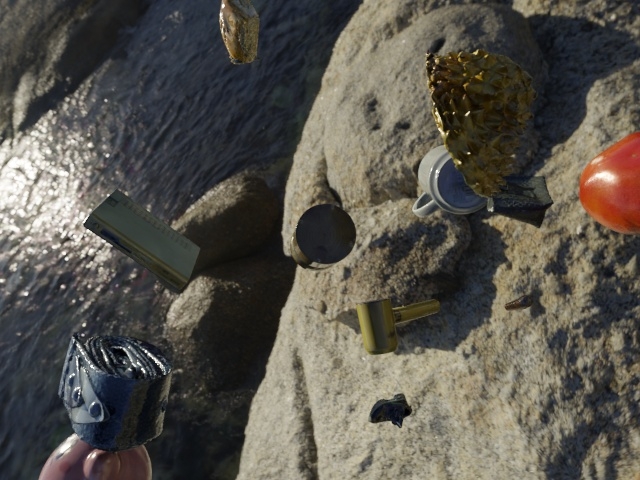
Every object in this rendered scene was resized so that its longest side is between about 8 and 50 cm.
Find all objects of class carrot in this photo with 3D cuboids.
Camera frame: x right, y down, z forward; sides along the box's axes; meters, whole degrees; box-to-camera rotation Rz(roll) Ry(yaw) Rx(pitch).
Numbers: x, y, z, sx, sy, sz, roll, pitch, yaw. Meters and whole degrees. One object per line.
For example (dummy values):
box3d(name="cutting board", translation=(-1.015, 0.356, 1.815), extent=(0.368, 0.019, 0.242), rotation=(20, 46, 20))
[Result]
box3d(name="carrot", translation=(0.490, 0.158, 1.064), extent=(0.032, 0.093, 0.032), rotation=(3, 70, -9))

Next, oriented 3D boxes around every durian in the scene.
box3d(name="durian", translation=(0.290, -0.187, 0.787), extent=(0.186, 0.305, 0.195), rotation=(2, 53, 43))

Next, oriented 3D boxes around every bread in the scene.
box3d(name="bread", translation=(-0.131, -0.338, 0.686), extent=(0.053, 0.106, 0.072), rotation=(-20, 76, -20))

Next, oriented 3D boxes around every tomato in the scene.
box3d(name="tomato", translation=(0.720, -0.130, 0.957), extent=(0.260, 0.180, 0.259), rotation=(-32, 32, 23))

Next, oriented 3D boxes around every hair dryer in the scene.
box3d(name="hair dryer", translation=(0.225, 0.213, 1.163), extent=(0.090, 0.279, 0.135), rotation=(-22, 77, 54))

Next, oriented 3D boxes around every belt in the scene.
box3d(name="belt", translation=(-0.287, 0.217, 0.604), extent=(0.218, 0.122, 0.128), rotation=(5, 83, 53))

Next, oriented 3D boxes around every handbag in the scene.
box3d(name="handbag", translation=(0.582, -0.136, 1.283), extent=(0.175, 0.088, 0.270), rotation=(16, 37, 9))

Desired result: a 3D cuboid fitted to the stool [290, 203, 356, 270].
box3d(name="stool", translation=(0.000, 0.000, 1.343), extent=(0.179, 0.264, 0.179), rotation=(1, 82, -7))

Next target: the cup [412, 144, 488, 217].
box3d(name="cup", translation=(0.473, -0.207, 1.602), extent=(0.323, 0.237, 0.327), rotation=(-48, 6, 14))

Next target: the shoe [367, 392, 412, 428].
box3d(name="shoe", translation=(0.240, 0.573, 1.413), extent=(0.099, 0.169, 0.071), rotation=(38, 131, 48))

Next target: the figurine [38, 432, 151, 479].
box3d(name="figurine", translation=(-0.362, 0.385, 0.693), extent=(0.173, 0.173, 0.173), rotation=(-14, 58, 24))

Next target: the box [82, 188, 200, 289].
box3d(name="box", translation=(-0.438, -0.006, 1.084), extent=(0.045, 0.270, 0.211), rotation=(-45, 23, 14))
